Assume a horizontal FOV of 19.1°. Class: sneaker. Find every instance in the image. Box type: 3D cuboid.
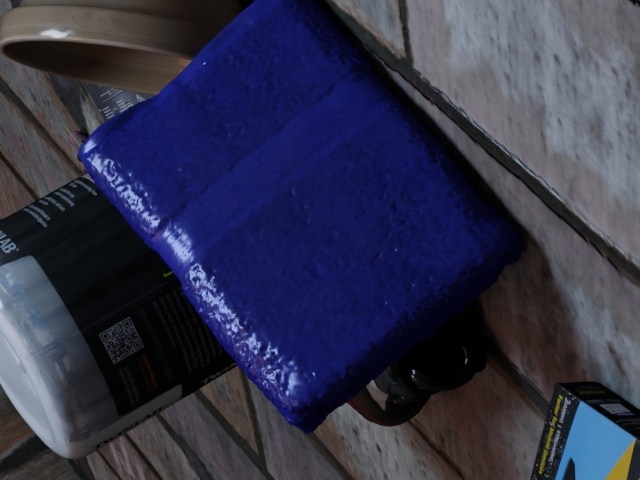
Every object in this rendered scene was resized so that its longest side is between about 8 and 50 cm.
[{"bbox_3d":[0.073,0.095,1.590,0.135,0.097,0.276,52,159,29],"label":"sneaker"}]

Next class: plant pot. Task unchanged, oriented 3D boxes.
[{"bbox_3d":[-0.156,-0.198,1.647,0.237,0.237,0.110,173,106,-70],"label":"plant pot"}]

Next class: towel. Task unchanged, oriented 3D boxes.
[{"bbox_3d":[-0.016,-0.028,1.462,0.308,0.227,0.076,50,179,26],"label":"towel"}]

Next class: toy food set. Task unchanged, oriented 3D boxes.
[{"bbox_3d":[-0.288,-0.100,2.377,0.078,0.019,0.122,51,167,28],"label":"toy food set"}]

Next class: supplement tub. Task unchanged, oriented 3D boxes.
[{"bbox_3d":[-0.123,0.018,1.607,0.207,0.338,0.207,51,160,26],"label":"supplement tub"}]

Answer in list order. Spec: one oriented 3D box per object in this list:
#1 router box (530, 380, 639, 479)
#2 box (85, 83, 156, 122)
[{"bbox_3d":[0.204,0.209,1.378,0.133,0.046,0.179,35,119,52],"label":"router box"},{"bbox_3d":[-0.172,-0.147,1.938,0.183,0.056,0.231,61,162,-6],"label":"box"}]
